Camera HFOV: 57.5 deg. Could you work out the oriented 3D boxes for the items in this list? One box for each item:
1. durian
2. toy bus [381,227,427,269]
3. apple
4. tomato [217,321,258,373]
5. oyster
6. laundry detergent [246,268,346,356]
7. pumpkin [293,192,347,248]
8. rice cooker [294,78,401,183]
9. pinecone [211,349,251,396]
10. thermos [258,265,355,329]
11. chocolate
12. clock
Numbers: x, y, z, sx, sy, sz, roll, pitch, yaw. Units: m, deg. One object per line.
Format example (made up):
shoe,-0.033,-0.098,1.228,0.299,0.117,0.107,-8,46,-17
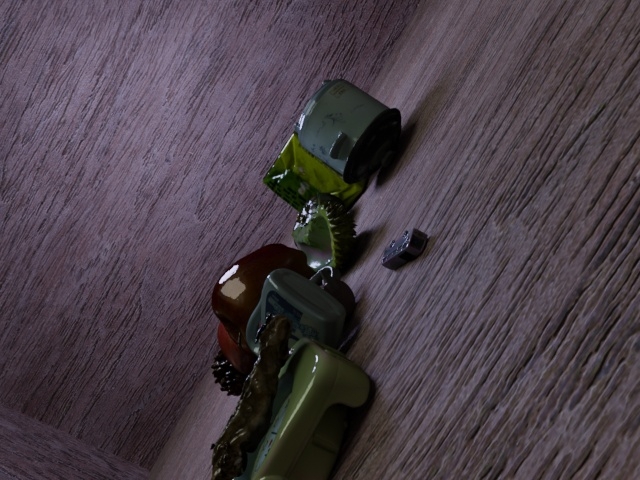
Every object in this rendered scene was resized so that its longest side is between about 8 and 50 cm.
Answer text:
durian,0.009,0.002,1.613,0.157,0.169,0.355,-65,5,-22
toy bus,0.161,0.019,1.142,0.052,0.037,0.130,-68,10,-24
apple,-0.150,0.168,1.646,0.317,0.288,0.288,-49,4,-22
tomato,-0.249,0.283,1.909,0.309,0.170,0.309,-53,-26,-41
oyster,-0.113,0.288,1.026,0.129,0.078,0.345,92,-164,-62
laundry detergent,-0.072,0.222,1.286,0.105,0.215,0.280,-27,-35,-53
pumpkin,-0.005,-0.053,1.897,0.224,0.157,0.224,-56,22,36
rice cooker,0.097,-0.322,1.751,0.316,0.316,0.264,-74,9,-55
pinecone,-0.300,0.458,2.029,0.173,0.173,0.173,-59,9,16
thermos,-0.023,0.163,1.401,0.265,0.146,0.176,-37,38,48
chocolate,-0.010,-0.221,2.017,0.137,0.301,0.289,-53,3,-40
clock,-0.053,0.357,1.052,0.348,0.117,0.286,-63,10,-5
